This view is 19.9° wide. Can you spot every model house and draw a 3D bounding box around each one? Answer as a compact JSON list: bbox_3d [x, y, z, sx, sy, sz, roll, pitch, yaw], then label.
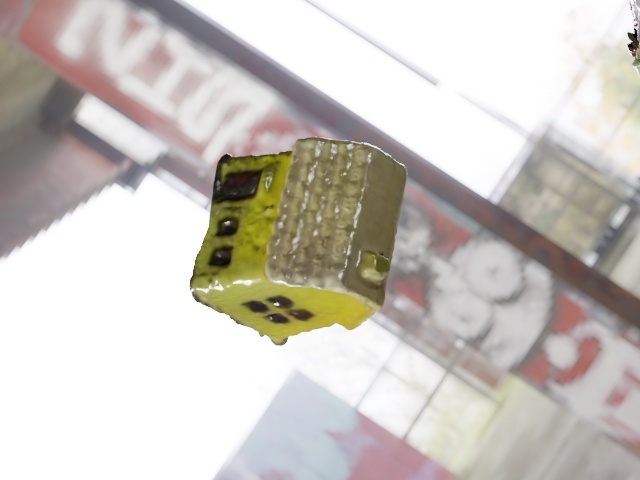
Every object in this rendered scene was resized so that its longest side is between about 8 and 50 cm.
[{"bbox_3d":[0.000,0.000,2.059,0.234,0.175,0.193,-8,57,38],"label":"model house"}]

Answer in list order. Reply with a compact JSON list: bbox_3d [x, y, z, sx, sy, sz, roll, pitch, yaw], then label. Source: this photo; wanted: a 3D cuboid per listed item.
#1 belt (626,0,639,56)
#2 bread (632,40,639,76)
[{"bbox_3d":[0.382,-0.220,1.909,0.124,0.128,0.201,-23,14,7],"label":"belt"},{"bbox_3d":[0.419,-0.217,1.699,0.286,0.207,0.056,-61,2,-11],"label":"bread"}]
